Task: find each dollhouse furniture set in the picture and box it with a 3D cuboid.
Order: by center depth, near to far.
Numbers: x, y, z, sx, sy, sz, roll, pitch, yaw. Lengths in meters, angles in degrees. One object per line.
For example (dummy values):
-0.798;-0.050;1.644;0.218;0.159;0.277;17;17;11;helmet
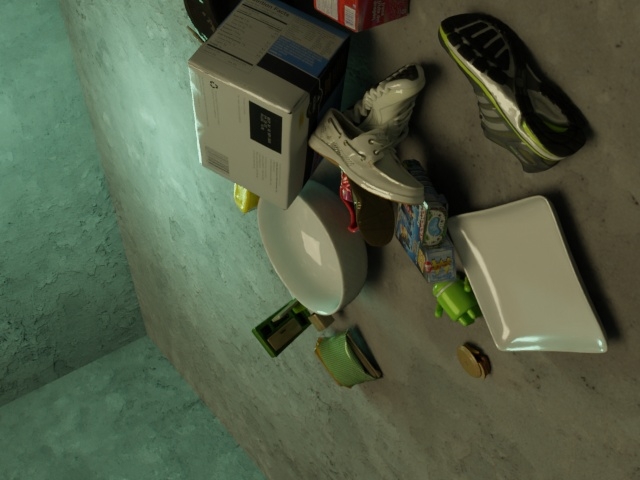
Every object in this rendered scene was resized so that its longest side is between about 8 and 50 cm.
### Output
-0.012;0.299;2.021;0.302;0.151;0.197;53;153;-2;dollhouse furniture set

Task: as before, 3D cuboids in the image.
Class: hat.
-0.146;-0.506;1.648;0.331;0.134;0.331;35;155;19;hat

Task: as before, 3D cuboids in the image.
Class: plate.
0.360;0.062;1.330;0.277;0.045;0.278;-15;99;64;plate

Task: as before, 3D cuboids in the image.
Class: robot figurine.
0.269;0.114;1.510;0.101;0.067;0.115;-48;67;32;robot figurine

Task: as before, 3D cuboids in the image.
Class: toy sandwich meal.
0.318;0.250;1.587;0.086;0.029;0.086;55;163;26;toy sandwich meal

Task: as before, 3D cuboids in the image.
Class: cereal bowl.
0.000;0.000;1.808;0.339;0.141;0.339;41;146;36;cereal bowl

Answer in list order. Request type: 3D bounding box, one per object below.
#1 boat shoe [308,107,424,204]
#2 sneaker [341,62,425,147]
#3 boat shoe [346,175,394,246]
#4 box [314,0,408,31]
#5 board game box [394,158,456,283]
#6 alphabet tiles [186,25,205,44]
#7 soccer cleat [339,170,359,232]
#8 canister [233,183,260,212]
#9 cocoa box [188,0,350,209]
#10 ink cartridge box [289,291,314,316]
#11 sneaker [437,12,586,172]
0.089;-0.159;1.389;0.277;0.098;0.096;37;115;32;boat shoe
0.132;-0.240;1.430;0.118;0.110;0.292;57;161;-2;sneaker
0.102;-0.092;1.556;0.073;0.080;0.224;-85;-21;-55;boat shoe
0.071;-0.501;1.275;0.128;0.122;0.257;40;144;38;box
0.204;-0.023;1.443;0.194;0.060;0.194;-111;16;-45;board game box
-0.234;-0.438;1.863;0.237;0.009;0.198;46;-172;31;alphabet tiles
0.074;-0.138;1.613;0.083;0.095;0.248;13;124;57;soccer cleat
-0.124;-0.144;1.874;0.073;0.169;0.126;53;151;26;canister
-0.100;-0.275;1.535;0.231;0.228;0.347;28;154;10;cocoa box
-0.036;0.108;2.072;0.206;0.045;0.208;64;153;-2;ink cartridge box
0.273;-0.223;1.178;0.300;0.111;0.121;58;157;16;sneaker
